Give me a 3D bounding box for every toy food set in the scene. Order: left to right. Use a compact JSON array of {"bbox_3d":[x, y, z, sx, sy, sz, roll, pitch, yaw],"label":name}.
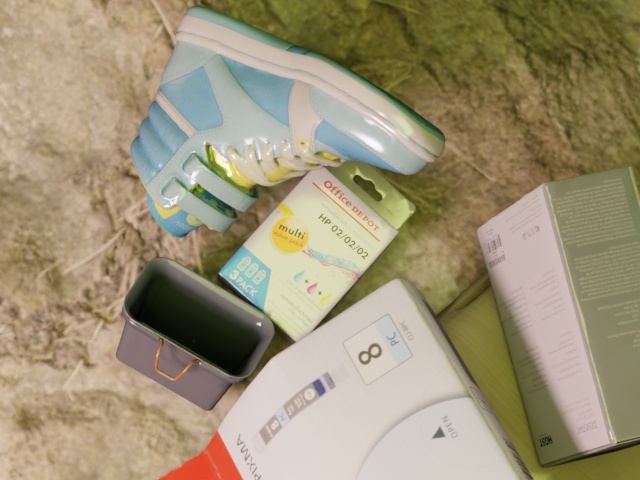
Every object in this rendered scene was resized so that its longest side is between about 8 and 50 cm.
[{"bbox_3d":[0.246,0.156,1.884,0.220,0.092,0.306,-40,89,-18],"label":"toy food set"}]

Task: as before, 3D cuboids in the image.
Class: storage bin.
[{"bbox_3d":[-0.126,0.099,1.844,0.135,0.091,0.098,29,49,0],"label":"storage bin"}]

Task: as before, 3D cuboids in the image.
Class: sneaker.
[{"bbox_3d":[-0.043,-0.073,1.818,0.319,0.127,0.208,27,89,40],"label":"sneaker"}]

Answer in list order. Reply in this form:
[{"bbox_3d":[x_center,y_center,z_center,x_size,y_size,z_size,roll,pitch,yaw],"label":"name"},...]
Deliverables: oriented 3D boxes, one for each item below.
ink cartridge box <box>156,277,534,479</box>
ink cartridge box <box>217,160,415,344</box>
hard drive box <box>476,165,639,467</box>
[{"bbox_3d":[-0.007,0.260,1.746,0.385,0.091,0.308,-33,61,5],"label":"ink cartridge box"},{"bbox_3d":[0.000,0.000,1.886,0.104,0.061,0.181,41,83,1],"label":"ink cartridge box"},{"bbox_3d":[0.233,0.072,1.756,0.089,0.181,0.232,-11,81,-16],"label":"hard drive box"}]
